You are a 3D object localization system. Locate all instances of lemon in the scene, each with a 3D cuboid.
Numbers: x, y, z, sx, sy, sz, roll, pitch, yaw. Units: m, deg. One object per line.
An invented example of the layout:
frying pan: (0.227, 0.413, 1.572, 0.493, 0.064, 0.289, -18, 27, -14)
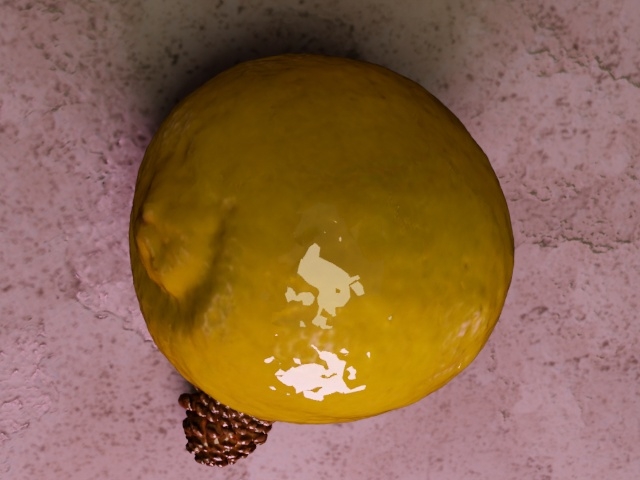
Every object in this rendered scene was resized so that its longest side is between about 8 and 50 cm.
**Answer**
lemon: (0.000, 0.000, 1.357, 0.348, 0.348, 0.348, -6, 119, -11)

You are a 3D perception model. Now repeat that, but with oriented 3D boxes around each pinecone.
pinecone: (-0.096, 0.175, 1.555, 0.102, 0.102, 0.109, 16, 110, -21)
